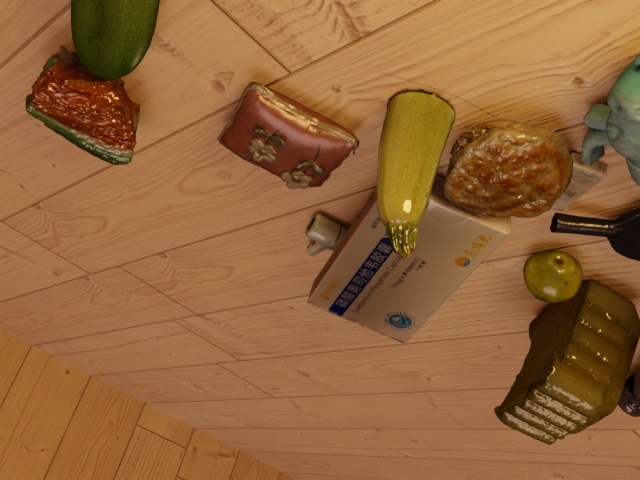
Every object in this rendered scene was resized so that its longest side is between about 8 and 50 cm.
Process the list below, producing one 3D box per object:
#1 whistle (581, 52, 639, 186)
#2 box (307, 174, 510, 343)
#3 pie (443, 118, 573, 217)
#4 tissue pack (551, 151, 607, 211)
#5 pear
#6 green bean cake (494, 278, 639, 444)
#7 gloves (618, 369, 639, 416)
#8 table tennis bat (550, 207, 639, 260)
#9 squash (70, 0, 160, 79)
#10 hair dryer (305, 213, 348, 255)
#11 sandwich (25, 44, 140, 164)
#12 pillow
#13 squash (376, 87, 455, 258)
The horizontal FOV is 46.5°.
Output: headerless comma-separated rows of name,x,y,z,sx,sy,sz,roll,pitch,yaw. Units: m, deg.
whistle,0.389,-0.120,0.857,0.186,0.093,0.274,30,167,40
box,0.132,0.030,1.214,0.200,0.065,0.343,23,138,-8
pie,0.248,-0.092,0.992,0.163,0.079,0.193,18,151,-1
tissue pack,0.338,-0.078,1.022,0.056,0.023,0.108,20,152,-6
pear,0.370,0.061,1.187,0.092,0.092,0.097,7,149,19
green bean cake,0.414,0.207,1.245,0.124,0.236,0.233,31,150,3
gloves,0.642,0.269,1.370,0.142,0.119,0.285,12,167,-11
table tennis bat,0.449,-0.012,1.056,0.236,0.027,0.150,7,150,7
squash,-0.238,-0.306,0.871,0.107,0.107,0.395,23,151,-9
hair dryer,0.000,0.000,1.341,0.082,0.047,0.137,27,158,-15
sandwich,-0.330,-0.206,1.106,0.184,0.109,0.160,30,149,-32
pillow,-0.052,-0.140,1.083,0.179,0.075,0.171,26,151,-12
squash,0.116,-0.078,0.951,0.094,0.224,0.094,9,155,4
